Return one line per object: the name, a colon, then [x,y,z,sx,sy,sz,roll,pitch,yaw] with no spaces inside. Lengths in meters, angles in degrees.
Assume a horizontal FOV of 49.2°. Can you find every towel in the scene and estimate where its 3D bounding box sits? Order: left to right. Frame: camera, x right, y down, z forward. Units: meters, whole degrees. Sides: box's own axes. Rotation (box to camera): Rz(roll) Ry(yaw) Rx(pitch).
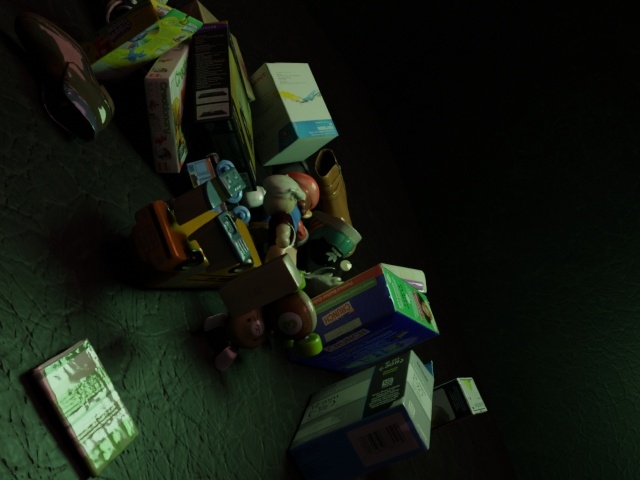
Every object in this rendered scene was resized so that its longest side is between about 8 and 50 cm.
towel: [-0.298,0.211,0.888,0.152,0.023,0.113,64,19,-5]

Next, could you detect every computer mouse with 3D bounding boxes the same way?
computer mouse: [-0.058,-0.182,2.068,0.188,0.072,0.272,63,17,-4]

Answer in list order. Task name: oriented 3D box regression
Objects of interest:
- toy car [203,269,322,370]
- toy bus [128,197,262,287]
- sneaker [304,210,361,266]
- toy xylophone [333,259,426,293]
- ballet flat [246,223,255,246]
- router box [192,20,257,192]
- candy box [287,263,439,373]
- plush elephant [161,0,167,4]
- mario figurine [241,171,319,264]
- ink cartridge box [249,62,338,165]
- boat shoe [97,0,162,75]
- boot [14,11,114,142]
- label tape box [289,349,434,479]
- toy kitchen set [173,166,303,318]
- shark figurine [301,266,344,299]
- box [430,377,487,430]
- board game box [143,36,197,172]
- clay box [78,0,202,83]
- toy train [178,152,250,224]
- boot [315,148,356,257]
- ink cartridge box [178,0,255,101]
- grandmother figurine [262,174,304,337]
toy car: [-0.114,0.151,1.250,0.149,0.188,0.155,10,-62,58]
toy bus: [-0.217,0.015,1.215,0.108,0.130,0.333,68,18,12]
sneaker: [0.000,0.000,1.862,0.108,0.121,0.302,44,-9,-15]
toy xylophone: [0.142,0.141,1.858,0.322,0.236,0.081,108,-12,-64]
ballet flat: [-0.174,-0.009,1.489,0.070,0.070,0.188,23,43,-64]
router box: [-0.205,-0.277,1.517,0.309,0.081,0.243,80,3,-67]
candy box: [0.097,0.196,1.619,0.317,0.268,0.122,31,36,-60]
plush elephant: [-0.411,-0.754,1.585,0.330,0.255,0.272,23,43,-64]
mario figurine: [-0.111,-0.052,1.711,0.320,0.170,0.198,-68,170,-56]
ink cartridge box: [-0.099,-0.353,1.944,0.168,0.171,0.232,-14,79,-46]
boat shoe: [-0.404,-0.503,1.433,0.340,0.127,0.158,57,15,-32]
boot: [-0.418,-0.261,1.132,0.219,0.082,0.106,54,17,-33]
label tape box: [0.098,0.339,1.443,0.115,0.249,0.347,60,17,-10]
toy kitchen set: [-0.116,-0.013,1.121,0.207,0.122,0.166,62,18,-9]
shark figurine: [-0.030,0.127,1.705,0.278,0.166,0.116,-167,-98,-79]
box: [0.229,0.416,1.639,0.169,0.290,0.087,22,44,-64]
board game box: [-0.292,-0.293,1.432,0.305,0.053,0.193,-87,179,-57]
clay box: [-0.337,-0.373,1.289,0.053,0.222,0.127,64,17,4]
toy train: [-0.216,-0.084,1.421,0.080,0.105,0.184,-11,-83,63]
boot: [0.041,-0.109,2.034,0.220,0.109,0.283,78,10,-49]
ink cartridge box: [-0.280,-0.482,1.843,0.193,0.088,0.234,36,31,-58]
grandmother figurine: [-0.084,0.019,1.454,0.208,0.104,0.342,123,-32,-66]
